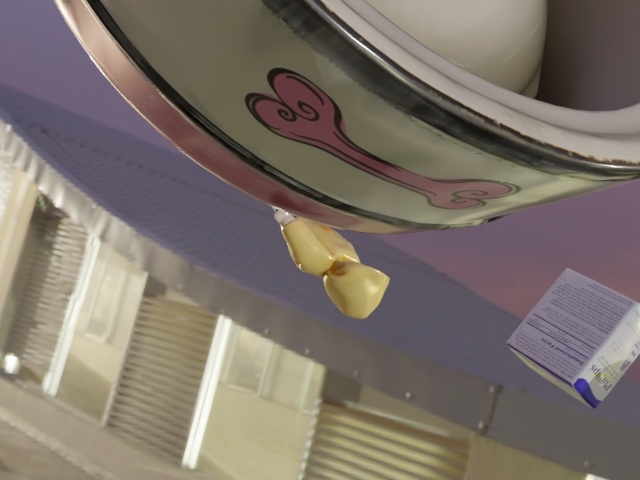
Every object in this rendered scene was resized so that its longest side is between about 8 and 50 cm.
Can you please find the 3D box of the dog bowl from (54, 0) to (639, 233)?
[{"bbox_3d":[0.030,-0.185,0.469,0.408,0.408,0.150,19,-34,-29],"label":"dog bowl"}]

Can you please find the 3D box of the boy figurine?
[{"bbox_3d":[0.000,0.000,1.359,0.177,0.092,0.285,29,18,-47],"label":"boy figurine"}]

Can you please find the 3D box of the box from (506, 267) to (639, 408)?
[{"bbox_3d":[0.341,0.126,1.174,0.072,0.137,0.126,44,-6,-36],"label":"box"}]
